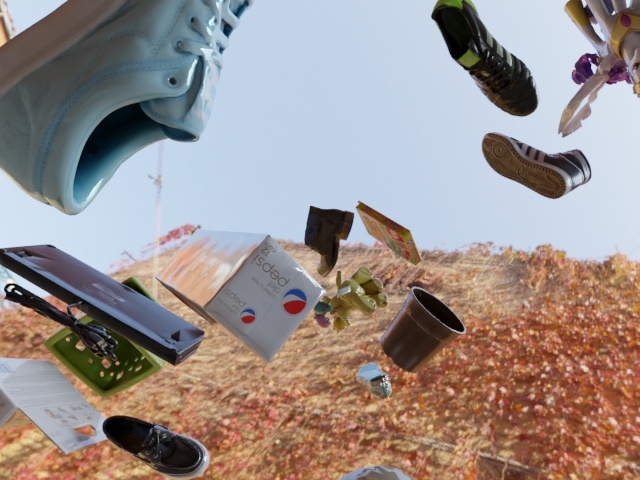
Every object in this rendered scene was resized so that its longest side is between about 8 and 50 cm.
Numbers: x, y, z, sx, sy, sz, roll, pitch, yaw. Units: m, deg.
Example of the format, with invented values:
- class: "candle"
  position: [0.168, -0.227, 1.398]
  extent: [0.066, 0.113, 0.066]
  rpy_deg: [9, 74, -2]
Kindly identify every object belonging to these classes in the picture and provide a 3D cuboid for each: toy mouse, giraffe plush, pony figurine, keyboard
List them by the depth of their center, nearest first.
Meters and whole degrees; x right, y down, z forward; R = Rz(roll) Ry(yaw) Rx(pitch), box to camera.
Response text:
- class: "keyboard"
  position: [-0.330, 0.092, 0.678]
  extent: [0.317, 0.201, 0.033]
  rpy_deg: [27, -83, 7]
- class: "pony figurine"
  position: [0.624, -0.394, 0.995]
  extent: [0.303, 0.351, 0.363]
  rpy_deg: [-20, -107, 24]
- class: "toy mouse"
  position: [0.007, 0.213, 1.347]
  extent: [0.143, 0.031, 0.161]
  rpy_deg: [36, -29, 10]
- class: "giraffe plush"
  position: [0.103, 0.209, 1.656]
  extent: [0.170, 0.210, 0.181]
  rpy_deg: [-54, -134, 42]

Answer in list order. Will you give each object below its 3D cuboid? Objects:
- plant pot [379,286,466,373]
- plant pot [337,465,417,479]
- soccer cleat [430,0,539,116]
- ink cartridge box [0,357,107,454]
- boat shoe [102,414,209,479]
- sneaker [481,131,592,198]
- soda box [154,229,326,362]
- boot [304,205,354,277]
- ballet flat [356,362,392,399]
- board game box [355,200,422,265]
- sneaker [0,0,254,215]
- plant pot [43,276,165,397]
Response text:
- class: "plant pot"
  position: [0.245, 0.232, 1.198]
  extent: [0.167, 0.167, 0.165]
  rpy_deg: [40, -73, 12]
- class: "plant pot"
  position: [0.128, 0.505, 0.682]
  extent: [0.256, 0.257, 0.274]
  rpy_deg: [64, -18, -4]
- class: "soccer cleat"
  position: [0.193, -0.213, 0.567]
  extent: [0.179, 0.072, 0.060]
  rpy_deg: [48, -43, -9]
- class: "ink cartridge box"
  position: [-0.574, 0.353, 0.992]
  extent: [0.261, 0.066, 0.296]
  rpy_deg: [41, -14, 8]
- class: "boat shoe"
  position: [-0.323, 0.389, 0.918]
  extent: [0.229, 0.080, 0.076]
  rpy_deg: [14, -34, 22]
- class: "sneaker"
  position: [0.571, -0.213, 1.258]
  extent: [0.282, 0.153, 0.099]
  rpy_deg: [49, -31, 40]
- class: "soda box"
  position: [-0.087, 0.039, 0.440]
  extent: [0.069, 0.074, 0.216]
  rpy_deg: [46, -18, -21]
- class: "boot"
  position: [0.000, 0.000, 1.157]
  extent: [0.106, 0.082, 0.219]
  rpy_deg: [16, -49, -7]
- class: "ballet flat"
  position: [0.161, 0.429, 1.437]
  extent: [0.091, 0.241, 0.077]
  rpy_deg: [-25, -94, -3]
- class: "board game box"
  position: [0.193, -0.028, 1.419]
  extent: [0.259, 0.039, 0.124]
  rpy_deg: [43, -14, 52]
- class: "sneaker"
  position: [-0.130, -0.168, 0.433]
  extent: [0.366, 0.135, 0.150]
  rpy_deg: [-43, -92, 0]
- class: "plant pot"
  position: [-0.542, 0.245, 1.287]
  extent: [0.227, 0.207, 0.228]
  rpy_deg: [-28, -67, 18]
